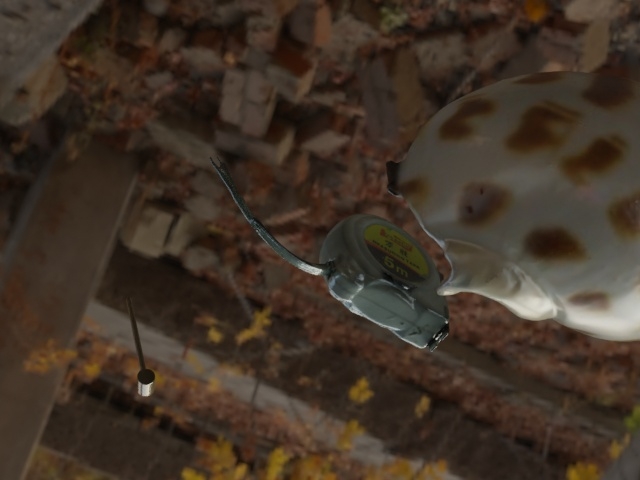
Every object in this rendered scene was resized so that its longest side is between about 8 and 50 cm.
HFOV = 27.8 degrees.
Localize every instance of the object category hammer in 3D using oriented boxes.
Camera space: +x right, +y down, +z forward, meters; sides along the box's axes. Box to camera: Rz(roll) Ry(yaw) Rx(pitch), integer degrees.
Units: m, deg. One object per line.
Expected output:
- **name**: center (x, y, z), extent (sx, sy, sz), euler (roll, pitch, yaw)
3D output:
- **hammer**: center (-0.196, 0.111, 1.382), extent (0.019, 0.110, 0.035), euler (-11, 154, -14)

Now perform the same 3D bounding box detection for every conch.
- **conch**: center (0.180, -0.029, 0.802), extent (0.149, 0.183, 0.275), euler (-29, 171, 34)

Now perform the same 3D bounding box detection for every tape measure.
- **tape measure**: center (-0.001, 0.001, 1.469), extent (0.330, 0.164, 0.084), euler (30, 114, -15)
